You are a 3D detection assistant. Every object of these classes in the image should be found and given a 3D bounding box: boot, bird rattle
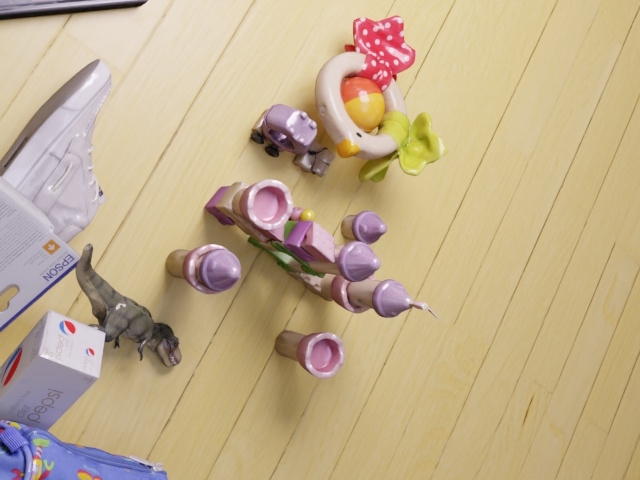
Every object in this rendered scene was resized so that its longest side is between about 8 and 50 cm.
[{"bbox_3d":[-0.317,-0.095,0.948,0.123,0.095,0.258,41,80,-32],"label":"boot"},{"bbox_3d":[0.080,-0.211,1.115,0.207,0.143,0.253,-14,93,-45],"label":"bird rattle"}]

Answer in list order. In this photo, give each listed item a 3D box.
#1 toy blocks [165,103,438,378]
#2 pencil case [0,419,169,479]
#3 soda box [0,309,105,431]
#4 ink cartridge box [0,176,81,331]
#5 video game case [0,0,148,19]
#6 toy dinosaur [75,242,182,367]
[{"bbox_3d":[0.000,0.000,1.038,0.289,0.260,0.308,40,72,-26],"label":"toy blocks"},{"bbox_3d":[-0.289,0.296,0.883,0.133,0.119,0.306,-56,146,-9],"label":"pencil case"},{"bbox_3d":[-0.339,0.178,0.874,0.074,0.216,0.069,29,33,-30],"label":"soda box"},{"bbox_3d":[-0.428,0.016,0.849,0.223,0.045,0.224,-40,127,0],"label":"ink cartridge box"},{"bbox_3d":[-0.371,-0.404,0.925,0.275,0.035,0.248,-17,101,-30],"label":"video game case"},{"bbox_3d":[-0.274,0.110,0.959,0.118,0.064,0.268,-46,146,-14],"label":"toy dinosaur"}]
